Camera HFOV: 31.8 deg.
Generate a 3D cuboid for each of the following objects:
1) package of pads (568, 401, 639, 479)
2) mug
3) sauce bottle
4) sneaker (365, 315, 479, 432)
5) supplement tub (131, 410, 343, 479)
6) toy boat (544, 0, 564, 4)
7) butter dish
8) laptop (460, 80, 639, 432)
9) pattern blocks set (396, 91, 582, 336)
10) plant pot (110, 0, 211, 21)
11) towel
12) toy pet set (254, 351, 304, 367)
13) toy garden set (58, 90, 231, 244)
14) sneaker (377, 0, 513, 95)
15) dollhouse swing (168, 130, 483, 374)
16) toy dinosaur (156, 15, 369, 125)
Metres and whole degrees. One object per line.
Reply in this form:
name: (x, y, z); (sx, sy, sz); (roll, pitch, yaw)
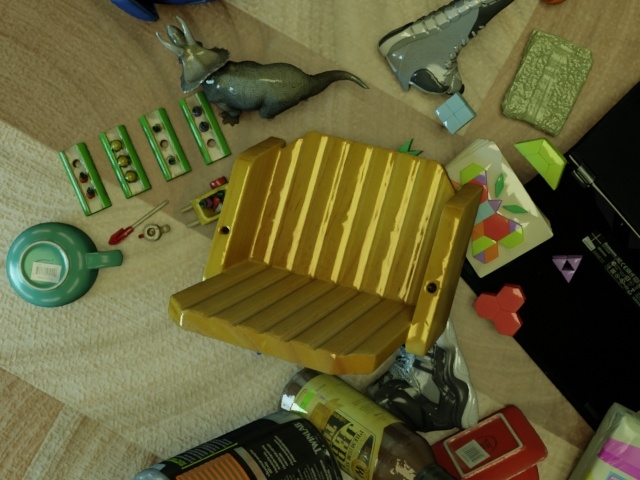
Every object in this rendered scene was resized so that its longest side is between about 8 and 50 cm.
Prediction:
package of pads: (0.477, 0.428, 1.691); (0.229, 0.101, 0.296); (28, 99, -1)
mug: (-0.396, 0.028, 1.692); (0.157, 0.097, 0.129); (-39, 91, 0)
sauce bottle: (0.083, 0.298, 1.600); (0.344, 0.111, 0.111); (29, 90, 41)
sneaker: (0.133, 0.177, 1.697); (0.153, 0.101, 0.269); (-20, 93, -3)
supplement tub: (-0.138, 0.375, 1.554); (0.316, 0.193, 0.194); (-18, 91, -35)
toy boat: (0.349, -0.430, 1.696); (0.231, 0.151, 0.151); (-11, 119, -1)
butter dish: (0.264, 0.350, 1.694); (0.160, 0.160, 0.118); (-26, 114, -1)
laptop: (0.483, 0.012, 1.745); (0.408, 0.236, 0.382); (-41, 90, 28)
pattern blocks set: (0.244, -0.044, 1.672); (0.325, 0.026, 0.285); (44, 116, 8)
plant pot: (-0.233, -0.456, 1.631); (0.212, 0.236, 0.236); (-22, 91, 5)
towel: (0.352, -0.244, 1.737); (0.110, 0.027, 0.148); (23, 89, -2)
toy pet set: (-0.053, 0.143, 1.729); (0.114, 0.065, 0.122); (-13, 94, -36)
toy garden set: (-0.252, -0.091, 1.718); (0.244, 0.049, 0.204); (-24, 90, -1)
sneaker: (0.211, -0.292, 1.696); (0.228, 0.086, 0.132); (-21, 102, 27)
dollhouse swing: (0.000, 0.000, 1.551); (0.346, 0.305, 0.315); (16, 90, 19)
toy dinosaur: (-0.089, -0.226, 1.665); (0.313, 0.160, 0.121); (15, 90, 0)
